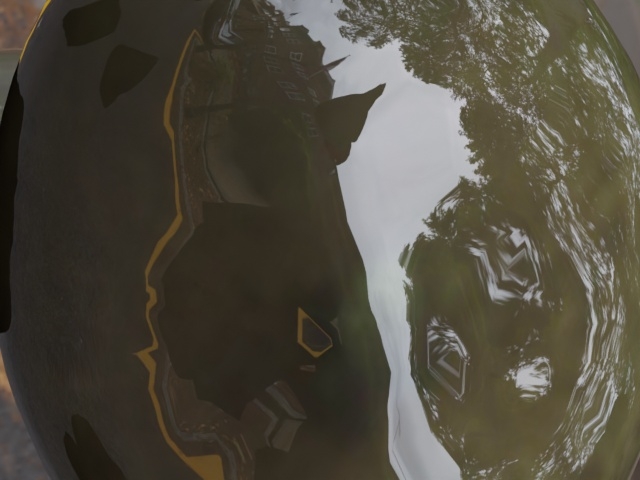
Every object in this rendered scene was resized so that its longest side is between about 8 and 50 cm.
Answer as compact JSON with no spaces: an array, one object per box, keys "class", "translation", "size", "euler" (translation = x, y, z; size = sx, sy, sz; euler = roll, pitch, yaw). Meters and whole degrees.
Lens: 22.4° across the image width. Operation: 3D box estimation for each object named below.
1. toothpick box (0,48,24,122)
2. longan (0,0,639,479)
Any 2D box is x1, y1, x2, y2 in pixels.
[{"class":"toothpick box","translation":[-0.139,-0.020,0.624],"size":[0.181,0.111,0.111],"euler":[-17,93,-64]},{"class":"longan","translation":[0.000,0.000,0.496],"size":[0.246,0.215,0.246],"euler":[54,-11,16]}]
